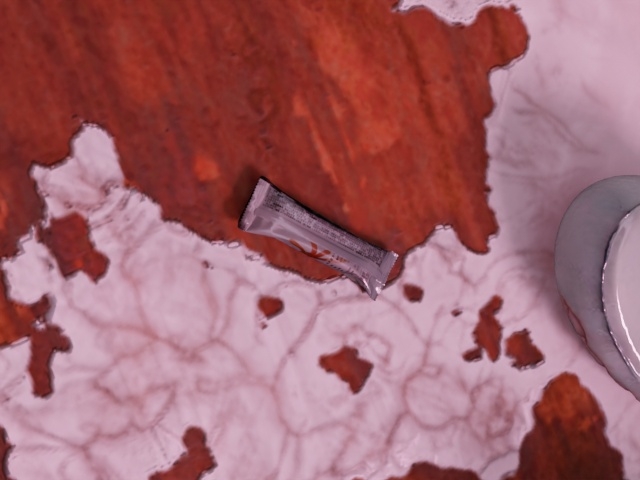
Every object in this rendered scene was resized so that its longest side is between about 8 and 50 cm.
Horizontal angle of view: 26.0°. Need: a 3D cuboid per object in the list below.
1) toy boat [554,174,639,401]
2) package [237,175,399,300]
[{"bbox_3d":[0.234,0.037,0.963,0.208,0.079,0.134,42,84,-29],"label":"toy boat"},{"bbox_3d":[0.000,0.000,0.886,0.110,0.015,0.037,29,81,-19],"label":"package"}]
